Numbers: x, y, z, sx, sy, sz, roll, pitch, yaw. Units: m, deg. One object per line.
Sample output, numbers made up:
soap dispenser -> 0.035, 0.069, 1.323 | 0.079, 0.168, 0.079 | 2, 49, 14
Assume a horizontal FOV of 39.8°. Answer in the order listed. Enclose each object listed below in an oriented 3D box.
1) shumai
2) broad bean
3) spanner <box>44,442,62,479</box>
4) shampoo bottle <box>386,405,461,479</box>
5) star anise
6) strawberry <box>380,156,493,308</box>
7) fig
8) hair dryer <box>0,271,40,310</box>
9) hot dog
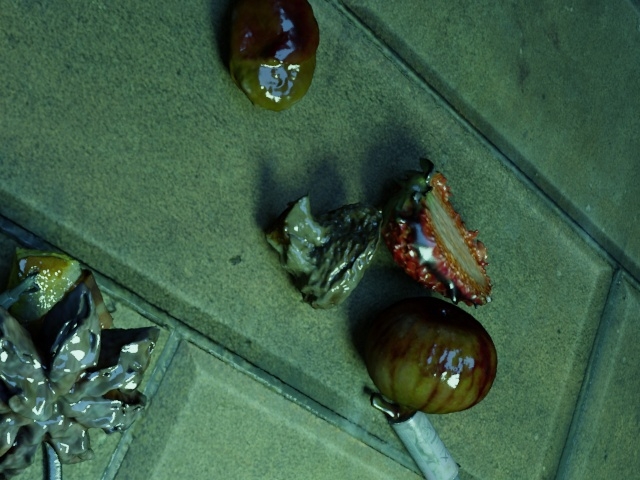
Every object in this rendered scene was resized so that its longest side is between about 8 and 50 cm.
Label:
shumai -> 0.000, 0.000, 1.492 | 0.175, 0.166, 0.206 | 34, 64, -7
broad bean -> -0.078, -0.329, 1.455 | 0.156, 0.122, 0.229 | 6, 80, -40
spanner -> -0.373, 0.367, 1.243 | 0.054, 0.015, 0.255 | 1, 86, -36
shampoo bottle -> 0.206, 0.399, 1.659 | 0.072, 0.072, 0.214 | -45, 113, -31
star anise -> -0.355, 0.194, 1.121 | 0.331, 0.118, 0.332 | -14, 127, -19
strawberry -> 0.205, 0.024, 1.639 | 0.306, 0.137, 0.233 | 58, 31, -26
fig -> 0.192, 0.207, 1.567 | 0.235, 0.235, 0.215 | -24, 114, -36
hair dryer -> -0.451, 0.085, 1.114 | 0.167, 0.199, 0.067 | 18, 41, -14
hot dog -> -0.358, 0.104, 1.224 | 0.123, 0.093, 0.262 | -37, 126, -30
